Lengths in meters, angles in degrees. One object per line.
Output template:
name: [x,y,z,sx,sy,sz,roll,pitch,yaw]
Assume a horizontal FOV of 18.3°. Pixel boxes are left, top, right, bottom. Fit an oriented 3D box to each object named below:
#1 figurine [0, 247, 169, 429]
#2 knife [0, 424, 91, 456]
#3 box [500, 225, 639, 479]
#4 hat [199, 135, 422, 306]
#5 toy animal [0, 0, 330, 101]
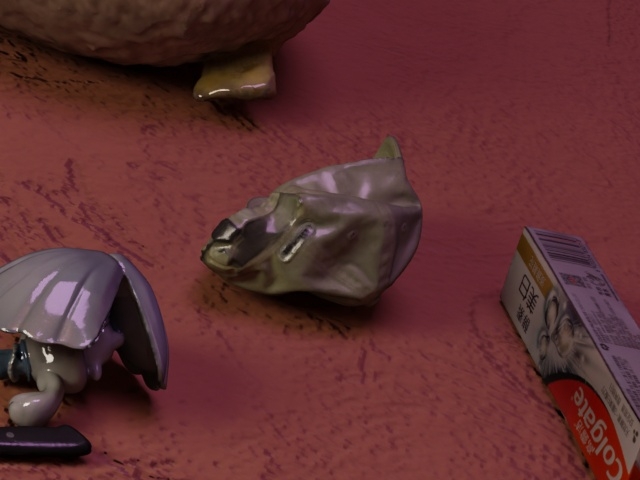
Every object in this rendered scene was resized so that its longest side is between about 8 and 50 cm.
figurine: [-0.123,0.043,0.938,0.086,0.082,0.094,-20,33,-30]
knife: [-0.183,0.085,0.869,0.170,0.010,0.023,5,29,-24]
box: [0.150,0.067,1.082,0.040,0.055,0.218,10,27,-17]
hat: [-0.002,-0.005,1.123,0.122,0.081,0.166,-22,12,3]
toy animal: [-0.129,-0.210,1.287,0.358,0.188,0.226,0,26,-33]
